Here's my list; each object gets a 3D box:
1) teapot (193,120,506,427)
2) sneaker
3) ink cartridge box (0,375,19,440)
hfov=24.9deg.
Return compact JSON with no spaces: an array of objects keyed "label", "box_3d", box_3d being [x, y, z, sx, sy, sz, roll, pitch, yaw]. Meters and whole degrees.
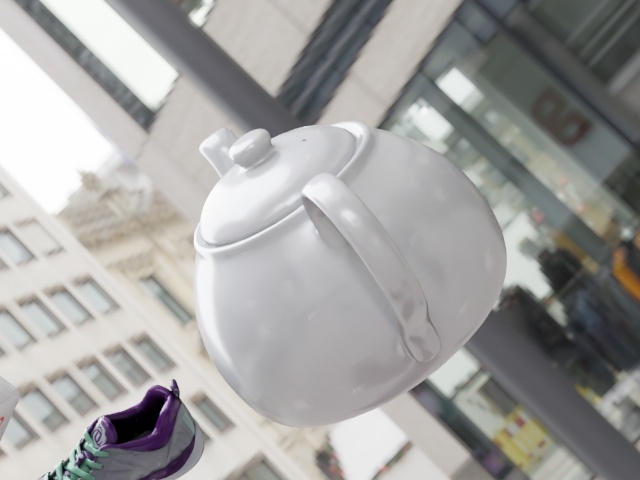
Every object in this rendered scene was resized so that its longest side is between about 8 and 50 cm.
[{"label":"teapot","box_3d":[0.000,0.000,1.050,0.256,0.187,0.252,-20,26,34]},{"label":"sneaker","box_3d":[-0.213,0.202,1.286,0.223,0.083,0.098,-33,-40,-17]},{"label":"ink cartridge box","box_3d":[-0.332,0.179,1.070,0.148,0.086,0.203,-61,-11,27]}]
